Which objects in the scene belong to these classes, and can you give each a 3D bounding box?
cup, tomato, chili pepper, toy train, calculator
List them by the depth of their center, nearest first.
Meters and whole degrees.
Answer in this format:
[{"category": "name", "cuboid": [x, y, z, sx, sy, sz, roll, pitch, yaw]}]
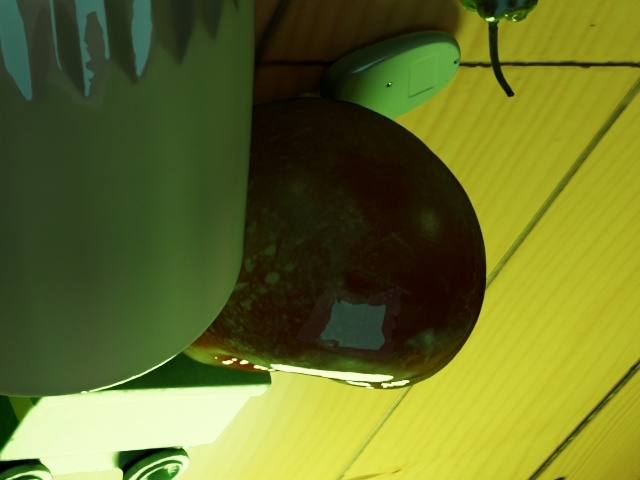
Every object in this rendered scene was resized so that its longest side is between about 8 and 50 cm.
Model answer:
[{"category": "cup", "cuboid": [-0.157, -0.107, 0.717, 0.253, 0.253, 0.371, -17, 145, -22]}, {"category": "chili pepper", "cuboid": [0.145, -0.219, 0.990, 0.072, 0.073, 0.204, 8, 124, -23]}, {"category": "tomato", "cuboid": [0.000, 0.000, 1.022, 0.270, 0.222, 0.270, 8, 176, 1]}, {"category": "calculator", "cuboid": [0.048, -0.130, 1.084, 0.153, 0.021, 0.095, -24, 149, -13]}, {"category": "toy train", "cuboid": [-0.199, 0.147, 1.185, 0.301, 0.120, 0.202, 5, 133, -46]}]
